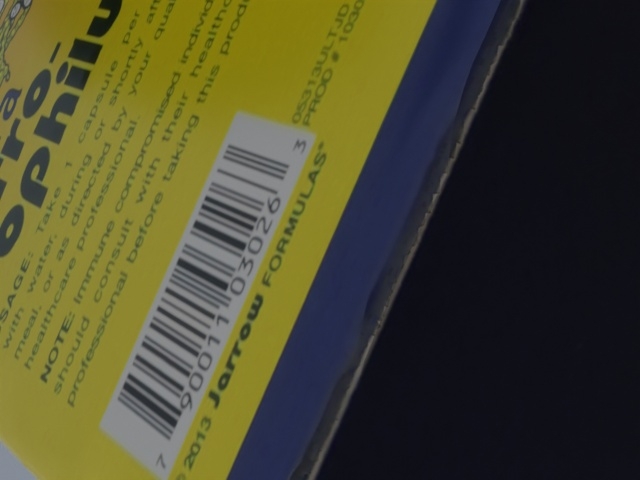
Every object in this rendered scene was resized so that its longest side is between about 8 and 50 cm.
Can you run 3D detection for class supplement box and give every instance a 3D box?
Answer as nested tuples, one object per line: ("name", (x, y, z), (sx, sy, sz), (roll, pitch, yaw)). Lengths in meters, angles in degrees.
("supplement box", (0.000, 0.000, 0.496), (0.194, 0.356, 0.195), (24, -91, -33))
